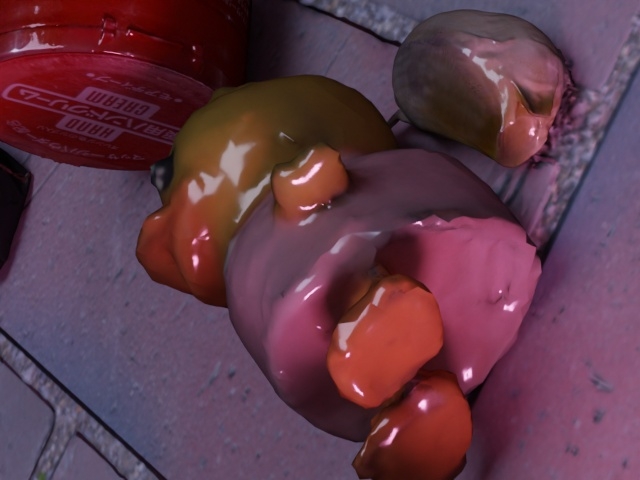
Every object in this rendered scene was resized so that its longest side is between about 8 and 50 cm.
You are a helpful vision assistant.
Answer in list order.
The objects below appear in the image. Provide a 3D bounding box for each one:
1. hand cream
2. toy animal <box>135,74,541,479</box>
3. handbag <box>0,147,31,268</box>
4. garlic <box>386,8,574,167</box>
[{"bbox_3d":[-0.140,-0.136,1.218,0.193,0.193,0.125,-16,60,44],"label":"hand cream"},{"bbox_3d":[0.002,-0.003,1.021,0.169,0.195,0.281,-32,41,-18],"label":"toy animal"},{"bbox_3d":[-0.355,-0.039,1.435,0.215,0.169,0.155,-3,71,49],"label":"handbag"},{"bbox_3d":[0.077,-0.093,1.043,0.152,0.066,0.084,23,92,50],"label":"garlic"}]
